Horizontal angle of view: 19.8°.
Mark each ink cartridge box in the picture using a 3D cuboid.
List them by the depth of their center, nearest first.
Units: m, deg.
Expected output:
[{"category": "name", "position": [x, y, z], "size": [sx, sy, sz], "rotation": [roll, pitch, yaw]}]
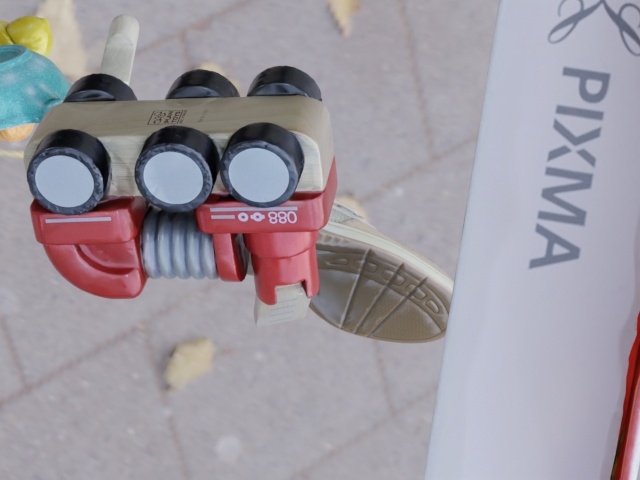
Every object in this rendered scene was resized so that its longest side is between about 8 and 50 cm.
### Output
[{"category": "ink cartridge box", "position": [0.070, -0.034, 0.485], "size": [0.239, 0.060, 0.275], "rotation": [7, 93, -79]}]

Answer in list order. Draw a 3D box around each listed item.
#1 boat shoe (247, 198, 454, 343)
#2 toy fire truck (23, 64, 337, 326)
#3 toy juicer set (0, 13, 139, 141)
[{"category": "boat shoe", "position": [0.000, 0.000, 1.701], "size": [0.302, 0.098, 0.109], "rotation": [22, 129, -14]}, {"category": "toy fire truck", "position": [-0.089, -0.003, 1.385], "size": [0.158, 0.217, 0.246], "rotation": [-76, 162, -57]}, {"category": "toy juicer set", "position": [-0.293, -0.155, 1.818], "size": [0.209, 0.329, 0.089], "rotation": [-54, 138, -58]}]
